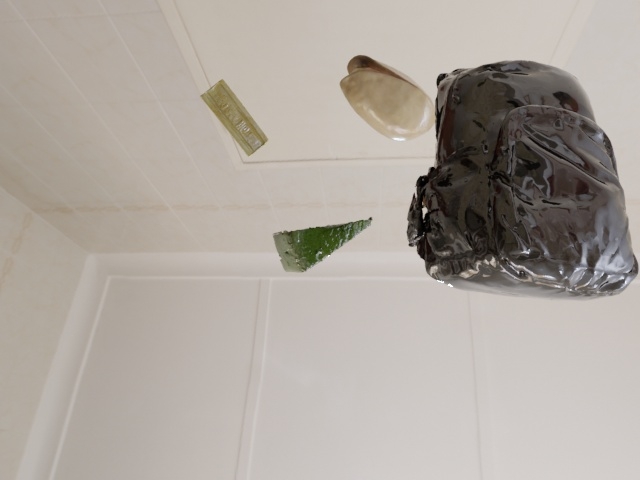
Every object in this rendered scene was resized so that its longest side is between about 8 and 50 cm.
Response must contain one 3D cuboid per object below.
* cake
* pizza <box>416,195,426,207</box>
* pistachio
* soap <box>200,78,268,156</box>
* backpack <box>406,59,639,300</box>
[{"bbox_3d":[0.017,0.008,1.008,0.236,0.100,0.099,-11,-88,-30],"label":"cake"},{"bbox_3d":[0.255,-0.110,0.978,0.083,0.025,0.078,-17,-125,46],"label":"pizza"},{"bbox_3d":[0.199,-0.408,1.226,0.299,0.187,0.187,30,-115,-16],"label":"pistachio"},{"bbox_3d":[-0.277,-0.397,1.397,0.092,0.252,0.037,-42,-149,-5],"label":"soap"},{"bbox_3d":[0.335,-0.118,0.742,0.364,0.255,0.444,11,-107,-17],"label":"backpack"}]
